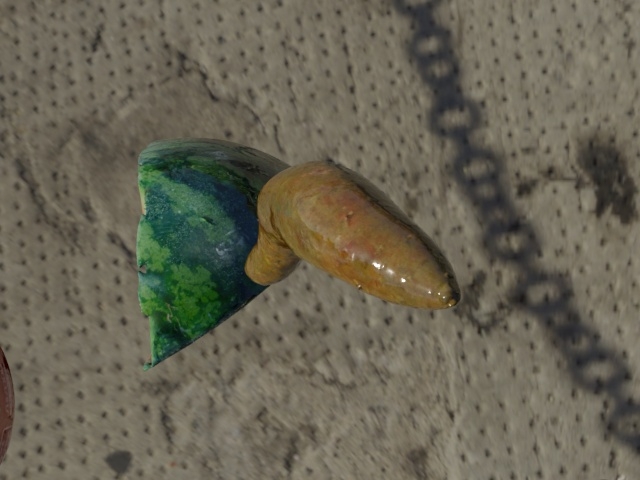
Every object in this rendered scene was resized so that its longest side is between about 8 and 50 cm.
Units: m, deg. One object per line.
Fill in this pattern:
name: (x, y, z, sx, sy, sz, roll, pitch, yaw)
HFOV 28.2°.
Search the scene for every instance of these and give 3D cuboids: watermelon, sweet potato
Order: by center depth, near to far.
sweet potato: (-0.003, -0.007, 0.983, 0.079, 0.346, 0.108, -14, 97, -22)
watermelon: (-0.151, -0.028, 1.560, 0.319, 0.292, 0.222, -38, 95, -7)

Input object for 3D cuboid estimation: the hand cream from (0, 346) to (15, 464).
hand cream: (-0.319, 0.120, 0.880, 0.193, 0.125, 0.193, 0, 89, 9)

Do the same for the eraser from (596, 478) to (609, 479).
eraser: (0.161, 0.205, 0.823, 0.061, 0.352, 0.089, -23, 74, 16)
